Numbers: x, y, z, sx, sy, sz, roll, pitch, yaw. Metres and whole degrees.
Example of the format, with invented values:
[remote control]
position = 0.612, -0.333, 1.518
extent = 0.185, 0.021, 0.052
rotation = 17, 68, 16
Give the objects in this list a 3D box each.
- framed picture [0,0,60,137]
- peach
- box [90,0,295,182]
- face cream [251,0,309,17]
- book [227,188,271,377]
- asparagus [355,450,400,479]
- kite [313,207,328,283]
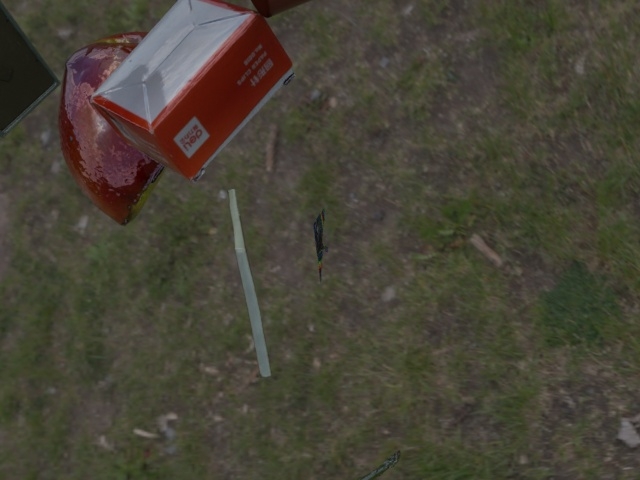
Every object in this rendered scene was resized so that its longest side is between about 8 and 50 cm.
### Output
[framed picture]
position = -0.242, -0.129, 0.759
extent = 0.006, 0.089, 0.066
rotation = 28, 69, 38
[peach]
position = -0.322, -0.189, 1.765
extent = 0.281, 0.281, 0.338
rotation = 9, 114, 29
[box]
position = -0.137, -0.170, 1.094
extent = 0.133, 0.099, 0.182
rotation = 27, 72, 39
[face cream]
position = 0.024, -0.307, 1.016
extent = 0.214, 0.096, 0.096
rotation = -25, 66, -10
[book]
position = -0.118, 0.061, 1.639
extent = 0.021, 0.310, 0.217
rotation = -11, 110, -4
[asparagus]
position = 0.061, 0.301, 1.287
extent = 0.015, 0.114, 0.014
rotation = 59, 153, 12
[kite]
position = 0.000, 0.000, 1.415
extent = 0.090, 0.004, 0.122
rotation = -117, 26, -63
